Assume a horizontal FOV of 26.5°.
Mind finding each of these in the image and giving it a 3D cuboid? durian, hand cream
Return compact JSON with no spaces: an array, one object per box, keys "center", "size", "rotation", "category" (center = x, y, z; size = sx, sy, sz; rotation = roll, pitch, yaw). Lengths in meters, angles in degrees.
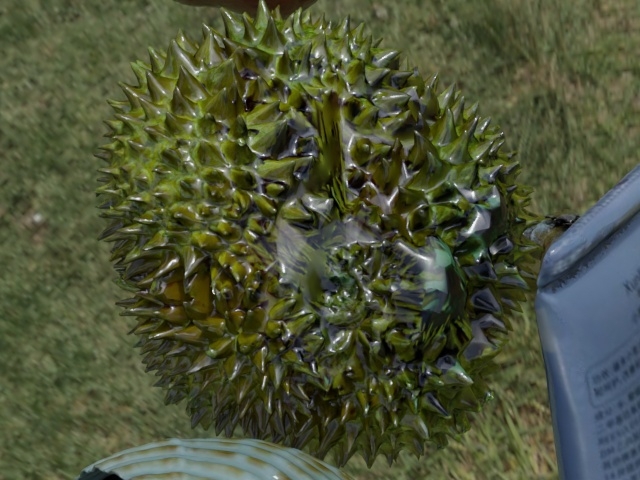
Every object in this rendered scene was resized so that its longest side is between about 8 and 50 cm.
[{"center":[0.000,0.001,0.816],"size":[0.291,0.224,0.291],"rotation":[6,67,-14],"category":"durian"},{"center":[0.115,0.094,0.473],"size":[0.055,0.256,0.088],"rotation":[17,39,42],"category":"hand cream"}]

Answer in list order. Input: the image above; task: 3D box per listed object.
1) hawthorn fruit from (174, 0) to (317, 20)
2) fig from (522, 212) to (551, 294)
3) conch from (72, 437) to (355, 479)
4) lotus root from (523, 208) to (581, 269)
[{"center":[-0.055,-0.268,0.998],"size":[0.185,0.202,0.185],"rotation":[5,52,-6],"category":"hawthorn fruit"},{"center":[0.185,0.009,1.248],"size":[0.074,0.088,0.074],"rotation":[-39,38,38],"category":"fig"},{"center":[-0.023,0.128,0.501],"size":[0.135,0.153,0.102],"rotation":[7,28,32],"category":"conch"},{"center":[0.215,0.039,1.039],"size":[0.088,0.088,0.165],"rotation":[-32,63,0],"category":"lotus root"}]
